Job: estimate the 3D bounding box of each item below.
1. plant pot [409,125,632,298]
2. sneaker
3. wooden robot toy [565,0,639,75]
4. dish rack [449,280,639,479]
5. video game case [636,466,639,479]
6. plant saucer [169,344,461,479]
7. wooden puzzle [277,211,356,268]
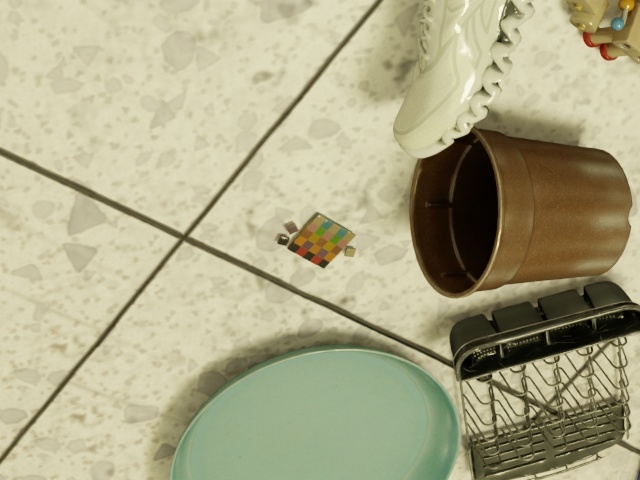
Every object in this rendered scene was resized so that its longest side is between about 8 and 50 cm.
[{"bbox_3d":[0.195,-0.029,1.777,0.165,0.167,0.167,0,128,-28],"label":"plant pot"},{"bbox_3d":[0.129,-0.210,1.647,0.118,0.110,0.292,21,111,-21],"label":"sneaker"},{"bbox_3d":[0.287,-0.212,1.726,0.173,0.076,0.079,33,77,-35],"label":"wooden robot toy"},{"bbox_3d":[0.244,0.169,1.996,0.208,0.074,0.272,-14,130,-5],"label":"dish rack"},{"bbox_3d":[0.492,0.264,2.155,0.244,0.061,0.270,-6,129,-13],"label":"video game case"},{"bbox_3d":[-0.008,0.224,1.984,0.317,0.044,0.318,-8,129,-10],"label":"plant saucer"},{"bbox_3d":[0.000,0.000,1.830,0.083,0.006,0.049,29,115,-33],"label":"wooden puzzle"}]
